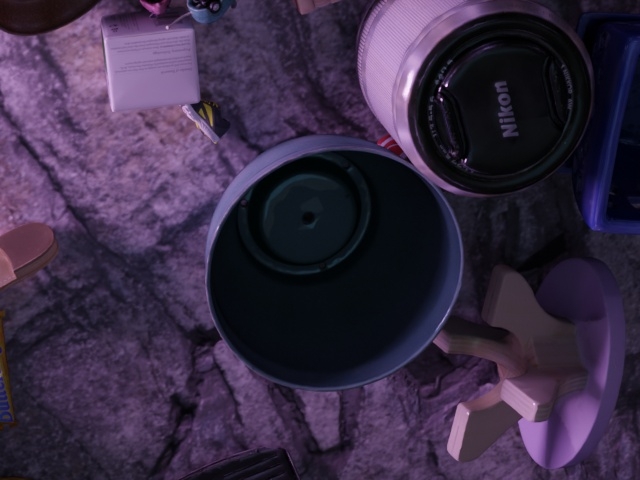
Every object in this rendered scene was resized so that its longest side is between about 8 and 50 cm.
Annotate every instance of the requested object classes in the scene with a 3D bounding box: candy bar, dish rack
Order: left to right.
[{"bbox_3d":[-0.389,0.155,2.016,0.040,0.018,0.161,-7,112,-10],"label":"candy bar"},{"bbox_3d":[-0.086,0.400,2.152,0.208,0.074,0.271,-23,114,-4],"label":"dish rack"}]

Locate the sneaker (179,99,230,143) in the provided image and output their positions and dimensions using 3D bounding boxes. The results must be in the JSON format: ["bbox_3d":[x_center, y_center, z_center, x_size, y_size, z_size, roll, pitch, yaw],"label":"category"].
[{"bbox_3d":[-0.136,-0.151,1.946,0.035,0.031,0.083,-42,119,-9],"label":"sneaker"}]

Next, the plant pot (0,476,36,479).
[{"bbox_3d":[-0.374,0.447,2.016,0.254,0.239,0.254,-4,111,-11],"label":"plant pot"}]

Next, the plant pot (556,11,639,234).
[{"bbox_3d":[0.406,-0.148,1.966,0.236,0.212,0.236,2,110,-13],"label":"plant pot"}]

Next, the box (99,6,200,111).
[{"bbox_3d":[-0.190,-0.202,1.871,0.102,0.101,0.087,-8,113,-8],"label":"box"}]

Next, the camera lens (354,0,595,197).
[{"bbox_3d":[0.163,-0.184,1.862,0.219,0.274,0.219,-5,112,-11],"label":"camera lens"}]

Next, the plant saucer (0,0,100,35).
[{"bbox_3d":[-0.284,-0.307,1.797,0.199,0.036,0.198,-34,154,-19],"label":"plant saucer"}]

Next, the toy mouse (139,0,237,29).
[{"bbox_3d":[-0.145,-0.264,1.845,0.161,0.143,0.031,-2,134,14],"label":"toy mouse"}]

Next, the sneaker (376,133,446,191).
[{"bbox_3d":[0.114,-0.096,2.021,0.118,0.067,0.042,20,106,-51],"label":"sneaker"}]

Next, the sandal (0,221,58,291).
[{"bbox_3d":[-0.406,0.067,1.944,0.240,0.088,0.079,-27,139,-13],"label":"sandal"}]

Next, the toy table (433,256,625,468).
[{"bbox_3d":[0.252,0.154,2.051,0.161,0.252,0.274,0,101,-29],"label":"toy table"}]

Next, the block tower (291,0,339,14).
[{"bbox_3d":[0.115,-0.359,1.883,0.335,0.091,0.097,-19,115,-5],"label":"block tower"}]

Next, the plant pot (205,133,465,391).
[{"bbox_3d":[0.000,0.000,1.943,0.293,0.196,0.293,-4,113,-10],"label":"plant pot"}]
